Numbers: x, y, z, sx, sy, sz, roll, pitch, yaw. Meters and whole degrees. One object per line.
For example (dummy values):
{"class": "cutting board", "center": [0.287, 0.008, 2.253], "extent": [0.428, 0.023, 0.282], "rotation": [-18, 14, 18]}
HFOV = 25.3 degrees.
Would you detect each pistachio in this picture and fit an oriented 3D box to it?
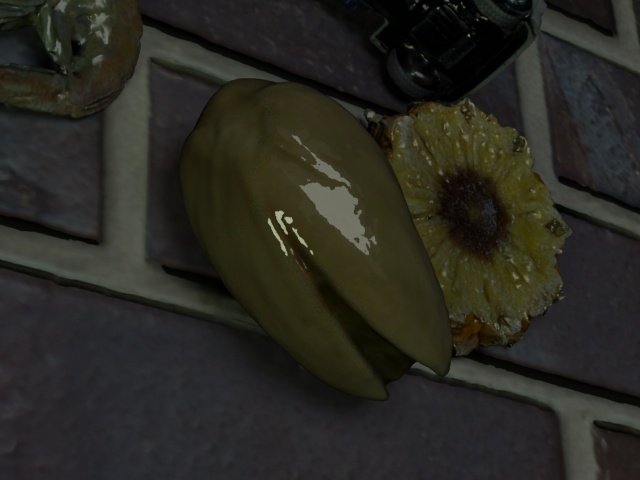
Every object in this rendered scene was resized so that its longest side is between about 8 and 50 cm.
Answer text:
{"class": "pistachio", "center": [0.000, 0.000, 0.886], "extent": [0.136, 0.135, 0.226], "rotation": [-39, 99, -45]}

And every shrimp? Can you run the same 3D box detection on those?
{"class": "shrimp", "center": [-0.192, -0.127, 0.857], "extent": [0.223, 0.047, 0.126], "rotation": [-22, 90, -46]}

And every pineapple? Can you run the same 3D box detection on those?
{"class": "pineapple", "center": [0.097, -0.015, 1.023], "extent": [0.221, 0.047, 0.221], "rotation": [19, 56, -30]}

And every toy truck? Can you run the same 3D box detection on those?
{"class": "toy truck", "center": [0.053, -0.243, 1.068], "extent": [0.268, 0.124, 0.155], "rotation": [42, 41, -10]}
